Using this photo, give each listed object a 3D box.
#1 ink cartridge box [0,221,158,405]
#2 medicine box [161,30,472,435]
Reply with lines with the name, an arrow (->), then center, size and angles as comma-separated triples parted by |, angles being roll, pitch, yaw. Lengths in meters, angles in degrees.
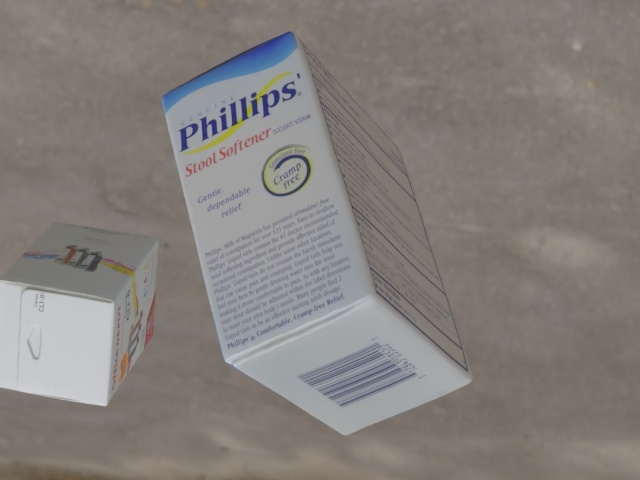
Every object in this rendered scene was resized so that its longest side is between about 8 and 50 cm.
ink cartridge box -> -0.259, 0.076, 1.528 | 0.127, 0.176, 0.128 | 10, 113, 7
medicine box -> 0.000, 0.000, 1.344 | 0.149, 0.289, 0.263 | -25, 151, 15
